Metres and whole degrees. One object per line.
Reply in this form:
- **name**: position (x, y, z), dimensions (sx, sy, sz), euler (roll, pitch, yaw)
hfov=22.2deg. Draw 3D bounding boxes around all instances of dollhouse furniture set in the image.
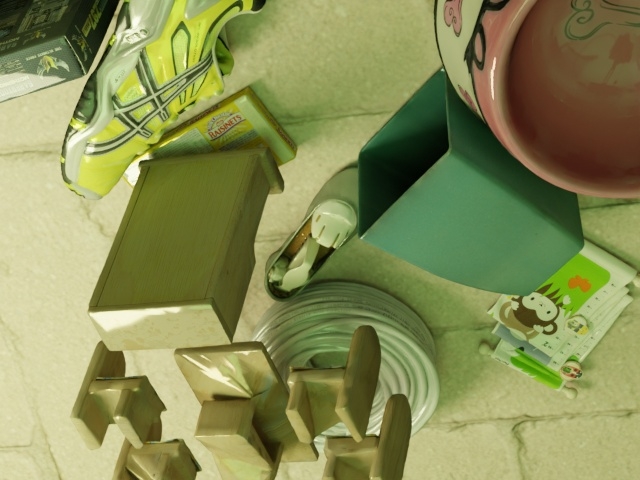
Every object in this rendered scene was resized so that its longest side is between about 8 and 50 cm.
- **dollhouse furniture set**: position (-0.108, 0.119, 1.996), dimensions (0.362, 0.256, 0.394), euler (-4, 135, 21)

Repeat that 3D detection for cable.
- **cable**: position (0.028, 0.173, 2.138), dimensions (0.257, 0.089, 0.257), euler (21, 125, -7)

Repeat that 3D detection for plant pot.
- **plant pot**: position (0.186, -0.048, 1.911), dimensions (0.234, 0.166, 0.165), euler (30, 125, -22)

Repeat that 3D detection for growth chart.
- **growth chart**: position (0.300, 0.089, 2.079), dimensions (0.172, 0.021, 0.237), euler (22, 125, -7)

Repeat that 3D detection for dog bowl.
- **dog bowl**: position (0.330, -0.218, 1.717), dimensions (0.408, 0.150, 0.408), euler (-4, 127, -5)

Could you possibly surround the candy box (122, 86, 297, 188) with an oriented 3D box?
- **candy box**: position (-0.140, -0.099, 2.000), dimensions (0.206, 0.027, 0.105), euler (-27, 115, 25)

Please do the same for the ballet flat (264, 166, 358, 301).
- **ballet flat**: position (0.000, 0.000, 2.027), dimensions (0.072, 0.068, 0.213), euler (30, 124, -14)

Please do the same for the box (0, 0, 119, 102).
- **box**: position (-0.354, -0.221, 1.846), dimensions (0.232, 0.183, 0.059), euler (-16, 122, 18)

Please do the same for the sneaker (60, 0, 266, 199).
- **sneaker**: position (-0.187, -0.181, 1.877), dimensions (0.147, 0.145, 0.385), euler (24, 127, -9)
